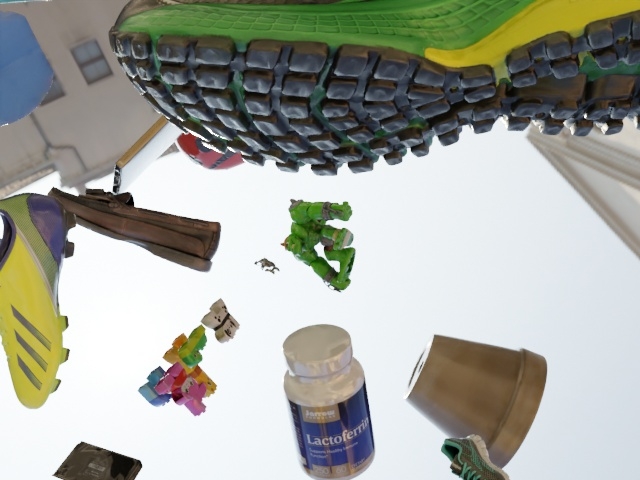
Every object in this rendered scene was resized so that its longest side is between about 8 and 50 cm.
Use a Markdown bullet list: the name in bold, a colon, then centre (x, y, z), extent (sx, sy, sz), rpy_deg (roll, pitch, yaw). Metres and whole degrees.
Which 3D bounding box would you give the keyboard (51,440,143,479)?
- **keyboard**: centre (-0.399, 0.417, 1.281), extent (0.180, 0.023, 0.108), rpy_deg (2, -137, 37)

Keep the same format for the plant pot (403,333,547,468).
- **plant pot**: centre (0.377, 0.383, 1.868), extent (0.280, 0.323, 0.323), rpy_deg (24, -139, 5)

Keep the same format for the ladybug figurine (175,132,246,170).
- **ladybug figurine**: centre (-0.228, -0.317, 1.945), extent (0.449, 0.305, 0.162), rpy_deg (-34, -122, 43)

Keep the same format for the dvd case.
- **dvd case**: centre (-0.270, -0.174, 1.234), extent (0.221, 0.018, 0.164), rpy_deg (-52, -175, -22)

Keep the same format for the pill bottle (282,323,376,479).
- **pill bottle**: centre (0.012, 0.295, 1.333), extent (0.153, 0.264, 0.153), rpy_deg (-8, -156, 4)

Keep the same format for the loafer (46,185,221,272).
- **loafer**: centre (-0.315, -0.038, 1.246), extent (0.109, 0.302, 0.095), rpy_deg (-178, -70, -84)

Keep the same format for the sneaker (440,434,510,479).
- **sneaker**: centre (0.245, 0.374, 1.172), extent (0.076, 0.065, 0.166), rpy_deg (12, -164, -20)

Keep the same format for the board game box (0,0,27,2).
- **board game box**: centre (-0.554, -0.446, 1.107), extent (0.336, 0.079, 0.254), rpy_deg (-4, -134, 0)

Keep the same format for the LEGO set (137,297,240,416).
- **LEGO set**: centre (-0.175, 0.187, 1.028), extent (0.087, 0.093, 0.227), rpy_deg (-35, -167, 24)

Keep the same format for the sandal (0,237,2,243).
- **sandal**: centre (-0.703, -0.012, 1.438), extent (0.138, 0.126, 0.317), rpy_deg (-20, -131, -22)

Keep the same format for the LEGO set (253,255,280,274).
- **LEGO set**: centre (-0.109, 0.048, 1.497), extent (0.083, 0.054, 0.023), rpy_deg (157, -45, -74)

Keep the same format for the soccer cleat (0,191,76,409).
- **soccer cleat**: centre (-0.392, 0.080, 0.948), extent (0.121, 0.289, 0.093), rpy_deg (-1, -170, -42)

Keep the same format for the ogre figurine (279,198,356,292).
- **ogre figurine**: centre (0.000, 0.000, 1.257), extent (0.118, 0.197, 0.097), rpy_deg (22, -111, 23)

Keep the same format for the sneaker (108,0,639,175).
- **sneaker**: centre (0.054, -0.129, 0.406), extent (0.343, 0.134, 0.146), rpy_deg (-6, -112, 5)

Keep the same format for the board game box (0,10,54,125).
- **board game box**: centre (-0.459, -0.246, 1.028), extent (0.033, 0.168, 0.133), rpy_deg (35, -116, 30)
